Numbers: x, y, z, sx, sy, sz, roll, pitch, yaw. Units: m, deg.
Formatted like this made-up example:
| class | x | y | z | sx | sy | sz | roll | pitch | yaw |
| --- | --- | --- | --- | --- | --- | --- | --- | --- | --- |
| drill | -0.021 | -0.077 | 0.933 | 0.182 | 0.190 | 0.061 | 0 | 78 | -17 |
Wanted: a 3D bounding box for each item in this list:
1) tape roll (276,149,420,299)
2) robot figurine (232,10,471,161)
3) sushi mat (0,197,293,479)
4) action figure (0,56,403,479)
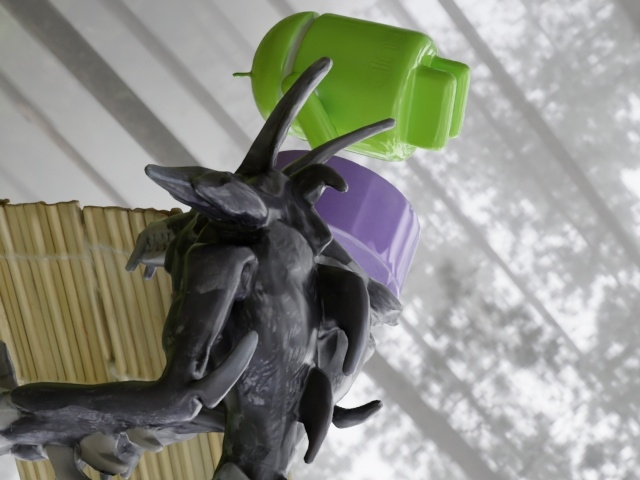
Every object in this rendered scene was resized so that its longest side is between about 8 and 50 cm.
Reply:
| class | x | y | z | sx | sy | sz | roll | pitch | yaw |
| --- | --- | --- | --- | --- | --- | --- | --- | --- | --- |
| tape roll | 0.000 | 0.000 | 1.223 | 0.189 | 0.189 | 0.080 | -16 | -139 | 45 |
| robot figurine | 0.016 | -0.079 | 0.621 | 0.115 | 0.067 | 0.101 | 15 | -154 | 18 |
| sushi mat | -0.077 | 0.124 | 0.573 | 0.151 | 0.317 | 0.019 | 6 | -152 | 25 |
| action figure | -0.058 | 0.072 | 0.415 | 0.140 | 0.164 | 0.276 | 6 | -108 | 26 |
